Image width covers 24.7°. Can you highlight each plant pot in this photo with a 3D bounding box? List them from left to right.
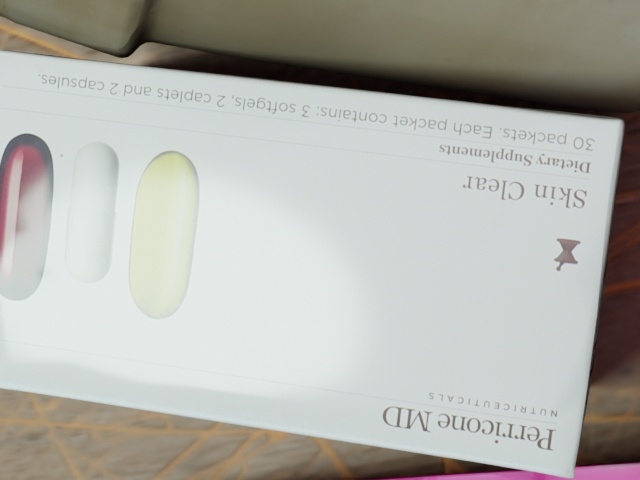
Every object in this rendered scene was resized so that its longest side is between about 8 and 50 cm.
[{"bbox_3d":[0.047,-0.194,0.630,0.280,0.323,0.323,22,99,-9],"label":"plant pot"}]

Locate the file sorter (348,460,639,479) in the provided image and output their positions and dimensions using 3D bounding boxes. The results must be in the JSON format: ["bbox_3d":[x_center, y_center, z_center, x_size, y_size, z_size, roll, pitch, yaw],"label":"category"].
[{"bbox_3d":[0.012,0.208,0.636,0.291,0.182,0.202,-11,79,37],"label":"file sorter"}]

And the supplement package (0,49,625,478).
[{"bbox_3d":[0.000,0.000,0.680,0.262,0.204,0.145,7,96,10],"label":"supplement package"}]
